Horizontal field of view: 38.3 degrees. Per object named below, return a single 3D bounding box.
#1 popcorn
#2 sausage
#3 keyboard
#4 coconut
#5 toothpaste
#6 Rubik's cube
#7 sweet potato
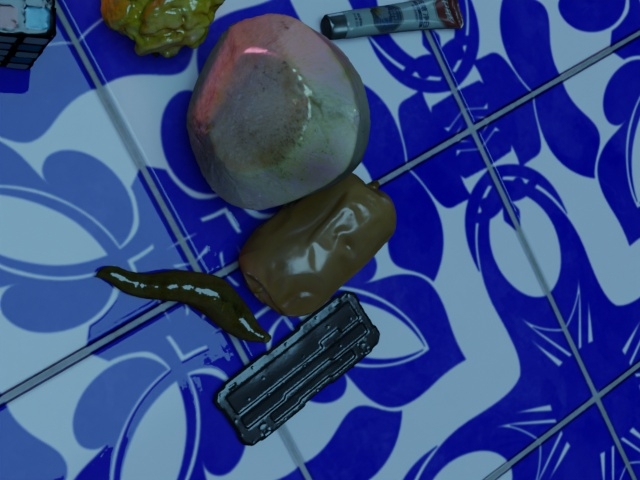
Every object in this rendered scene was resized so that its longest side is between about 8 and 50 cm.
[{"bbox_3d":[-0.205,-0.312,1.202,0.167,0.152,0.148,-4,60,-1],"label":"popcorn"},{"bbox_3d":[0.000,0.000,1.286,0.241,0.120,0.136,-38,107,-19],"label":"sausage"},{"bbox_3d":[-0.029,0.182,1.324,0.262,0.016,0.106,-37,102,-19],"label":"keyboard"},{"bbox_3d":[-0.053,-0.165,1.212,0.259,0.259,0.259,1,88,-23],"label":"coconut"},{"bbox_3d":[0.113,-0.335,1.391,0.239,0.039,0.062,-13,87,-25],"label":"toothpaste"},{"bbox_3d":[-0.418,-0.312,1.081,0.184,0.187,0.182,0,88,-26],"label":"Rubik's cube"},{"bbox_3d":[-0.176,0.070,1.245,0.250,0.059,0.069,23,92,-17],"label":"sweet potato"}]
